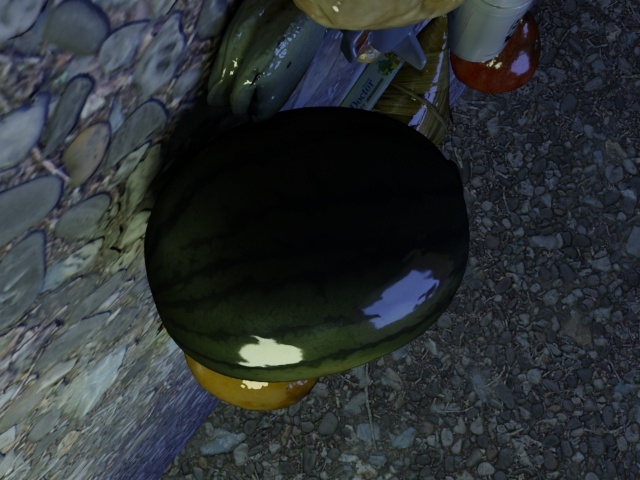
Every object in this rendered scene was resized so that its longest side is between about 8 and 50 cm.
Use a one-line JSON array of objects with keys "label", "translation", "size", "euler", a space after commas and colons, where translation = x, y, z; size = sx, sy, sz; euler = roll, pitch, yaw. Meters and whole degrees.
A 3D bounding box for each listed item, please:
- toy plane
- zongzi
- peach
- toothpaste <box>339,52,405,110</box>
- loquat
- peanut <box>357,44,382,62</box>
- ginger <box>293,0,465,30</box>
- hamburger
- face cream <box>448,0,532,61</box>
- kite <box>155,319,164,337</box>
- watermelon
[{"label": "toy plane", "translation": [0.097, -0.285, 0.741], "size": [0.244, 0.117, 0.244], "euler": [-50, 174, -7]}, {"label": "zongzi", "translation": [0.216, -0.310, 1.347], "size": [0.286, 0.134, 0.288], "euler": [-17, 138, -58]}, {"label": "peach", "translation": [0.458, -0.500, 1.749], "size": [0.232, 0.232, 0.257], "euler": [-51, -176, -14]}, {"label": "toothpaste", "translation": [0.093, -0.268, 1.146], "size": [0.164, 0.046, 0.034], "euler": [-54, 176, 15]}, {"label": "loquat", "translation": [-0.108, 0.165, 1.186], "size": [0.263, 0.263, 0.263], "euler": [-52, 174, -7]}, {"label": "peanut", "translation": [0.079, -0.284, 0.931], "size": [0.113, 0.054, 0.054], "euler": [-52, 175, -29]}, {"label": "ginger", "translation": [0.059, -0.245, 0.532], "size": [0.267, 0.152, 0.138], "euler": [-40, 164, -40]}, {"label": "hamburger", "translation": [-0.043, -0.168, 0.611], "size": [0.133, 0.062, 0.140], "euler": [-49, 171, -41]}, {"label": "face cream", "translation": [0.335, -0.480, 1.281], "size": [0.145, 0.145, 0.369], "euler": [-52, 175, -9]}, {"label": "kite", "translation": [-0.230, 0.105, 1.078], "size": [0.122, 0.004, 0.090], "euler": [-57, 172, 37]}, {"label": "watermelon", "translation": [0.000, 0.000, 0.712], "size": [0.359, 0.279, 0.279], "euler": [-12, 158, -19]}]
